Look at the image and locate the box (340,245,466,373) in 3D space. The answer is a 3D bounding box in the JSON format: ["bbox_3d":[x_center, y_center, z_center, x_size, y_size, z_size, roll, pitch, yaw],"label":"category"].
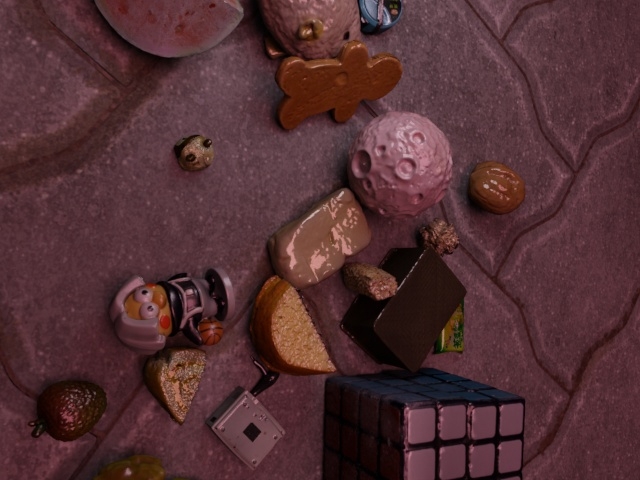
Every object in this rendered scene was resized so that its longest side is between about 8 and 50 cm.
[{"bbox_3d":[0.209,0.166,1.444,0.184,0.143,0.273,46,67,-19],"label":"box"}]

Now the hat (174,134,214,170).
[{"bbox_3d":[-0.266,-0.190,1.244,0.077,0.059,0.076,-26,105,-31],"label":"hat"}]

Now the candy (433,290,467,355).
[{"bbox_3d":[0.355,0.225,1.582,0.102,0.032,0.179,4,86,-28],"label":"candy"}]

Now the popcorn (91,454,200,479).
[{"bbox_3d":[-0.331,0.567,1.060,0.321,0.290,0.326,-27,82,-24],"label":"popcorn"}]

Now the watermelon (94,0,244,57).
[{"bbox_3d":[-0.331,-0.509,1.188,0.321,0.188,0.175,39,26,-15],"label":"watermelon"}]

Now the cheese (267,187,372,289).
[{"bbox_3d":[-0.001,0.000,1.364,0.263,0.093,0.159,-37,102,-23],"label":"cheese"}]

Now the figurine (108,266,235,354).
[{"bbox_3d":[-0.298,0.144,1.162,0.236,0.133,0.176,-10,59,-33],"label":"figurine"}]

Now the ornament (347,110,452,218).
[{"bbox_3d":[0.181,-0.178,1.378,0.225,0.259,0.260,-1,89,-37],"label":"ornament"}]

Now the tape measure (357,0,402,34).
[{"bbox_3d":[0.144,-0.599,1.469,0.125,0.081,0.146,-6,91,-26],"label":"tape measure"}]

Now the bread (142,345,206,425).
[{"bbox_3d":[-0.308,0.286,1.178,0.110,0.103,0.157,26,70,-31],"label":"bread"}]

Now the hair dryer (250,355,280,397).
[{"bbox_3d":[-0.143,0.305,1.317,0.079,0.031,0.083,-39,92,-15],"label":"hair dryer"}]

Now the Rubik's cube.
[{"bbox_3d":[0.225,0.496,1.329,0.336,0.344,0.344,3,88,-29],"label":"Rubik's cube"}]

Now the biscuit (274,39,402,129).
[{"bbox_3d":[0.043,-0.372,1.363,0.339,0.216,0.047,-21,57,-20],"label":"biscuit"}]

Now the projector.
[{"bbox_3d":[-0.163,0.416,1.278,0.115,0.061,0.147,-46,110,-24],"label":"projector"}]

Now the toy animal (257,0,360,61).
[{"bbox_3d":[-0.034,-0.550,1.306,0.226,0.188,0.359,-41,114,-27],"label":"toy animal"}]

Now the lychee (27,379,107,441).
[{"bbox_3d":[-0.473,0.319,1.081,0.146,0.114,0.114,-21,99,-42],"label":"lychee"}]

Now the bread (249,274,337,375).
[{"bbox_3d":[-0.079,0.217,1.288,0.134,0.129,0.260,-33,101,-26],"label":"bread"}]

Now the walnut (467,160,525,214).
[{"bbox_3d":[0.488,-0.144,1.610,0.166,0.149,0.167,14,49,-17],"label":"walnut"}]

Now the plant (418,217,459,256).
[{"bbox_3d":[0.321,-0.019,1.537,0.104,0.116,0.122,56,44,-30],"label":"plant"}]

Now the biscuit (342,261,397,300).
[{"bbox_3d":[0.113,0.096,1.379,0.082,0.168,0.071,-11,103,-23],"label":"biscuit"}]
